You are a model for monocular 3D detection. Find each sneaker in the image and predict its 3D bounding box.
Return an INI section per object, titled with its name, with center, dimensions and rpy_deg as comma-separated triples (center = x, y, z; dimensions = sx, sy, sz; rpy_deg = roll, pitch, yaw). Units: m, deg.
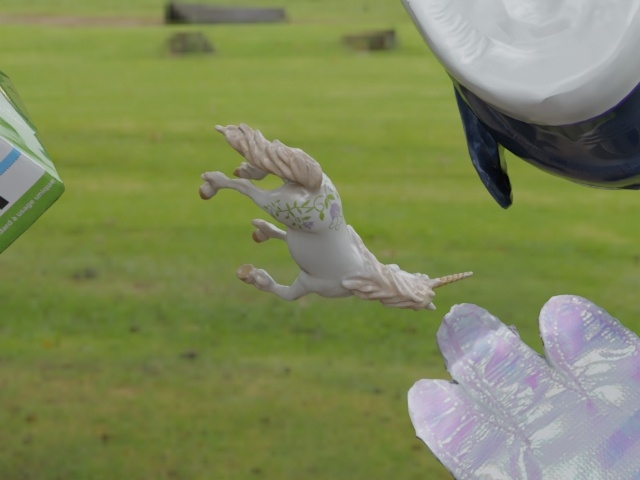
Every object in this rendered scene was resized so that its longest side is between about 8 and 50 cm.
[sneaker]
center = 0.073, -0.167, 0.804
dimensions = 0.130, 0.323, 0.236
rpy_deg = -30, -17, 14

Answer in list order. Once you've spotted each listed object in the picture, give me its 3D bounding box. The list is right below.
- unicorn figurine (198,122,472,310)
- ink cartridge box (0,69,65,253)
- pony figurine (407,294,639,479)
[unicorn figurine]
center = 0.000, 0.000, 1.017
dimensions = 0.111, 0.060, 0.162
rpy_deg = 11, -22, 32
[ink cartridge box]
center = -0.266, -0.046, 0.742
dimensions = 0.255, 0.189, 0.097
rpy_deg = 39, 11, -44
[pony figurine]
center = 0.228, 0.051, 0.536
dimensions = 0.303, 0.363, 0.351
rpy_deg = -24, 50, -18
